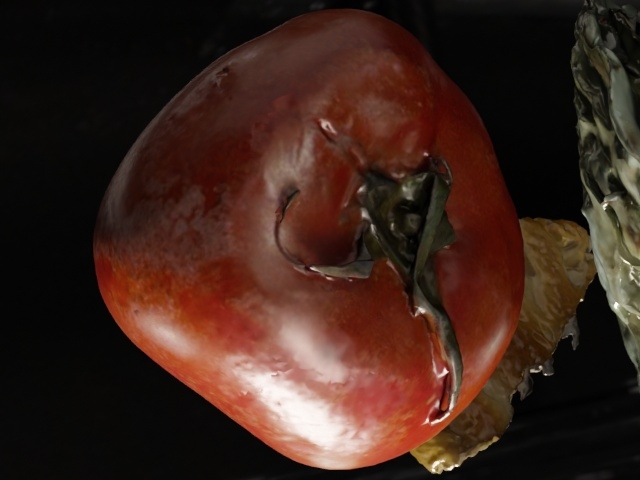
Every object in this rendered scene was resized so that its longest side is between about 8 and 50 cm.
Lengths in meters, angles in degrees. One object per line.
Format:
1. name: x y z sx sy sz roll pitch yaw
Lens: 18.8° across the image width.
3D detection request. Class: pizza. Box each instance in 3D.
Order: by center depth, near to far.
1. pizza: 0.075 0.032 1.025 0.194 0.069 0.154 -21 -107 -45

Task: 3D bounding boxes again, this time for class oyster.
1. oyster: 0.100 0.015 0.441 0.177 0.064 0.125 55 -163 -28

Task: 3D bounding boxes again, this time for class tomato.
1. tomato: 0.000 0.000 0.798 0.187 0.151 0.187 4 -100 -27
